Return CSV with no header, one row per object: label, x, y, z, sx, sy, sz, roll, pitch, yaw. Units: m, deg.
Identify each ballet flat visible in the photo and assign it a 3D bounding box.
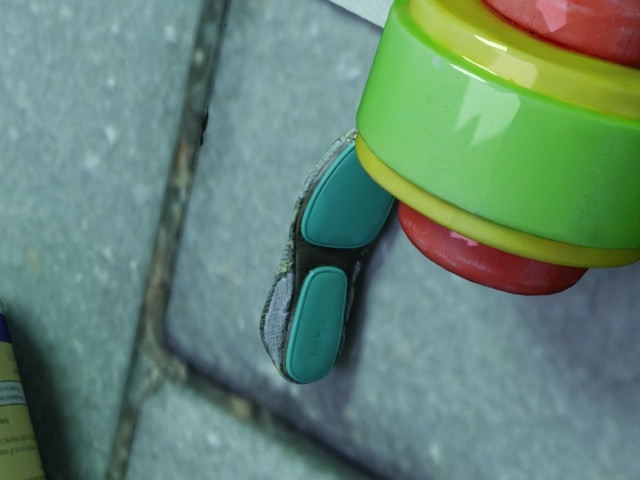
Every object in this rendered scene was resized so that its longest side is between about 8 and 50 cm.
ballet flat,0.000,0.000,0.706,0.041,0.041,0.114,31,113,34

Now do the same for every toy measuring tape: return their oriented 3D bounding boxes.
toy measuring tape,0.027,-0.071,0.623,0.330,0.121,0.121,34,116,33

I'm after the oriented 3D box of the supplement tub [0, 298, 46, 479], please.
supplement tub,-0.224,0.187,0.783,0.241,0.241,0.331,-21,82,40
